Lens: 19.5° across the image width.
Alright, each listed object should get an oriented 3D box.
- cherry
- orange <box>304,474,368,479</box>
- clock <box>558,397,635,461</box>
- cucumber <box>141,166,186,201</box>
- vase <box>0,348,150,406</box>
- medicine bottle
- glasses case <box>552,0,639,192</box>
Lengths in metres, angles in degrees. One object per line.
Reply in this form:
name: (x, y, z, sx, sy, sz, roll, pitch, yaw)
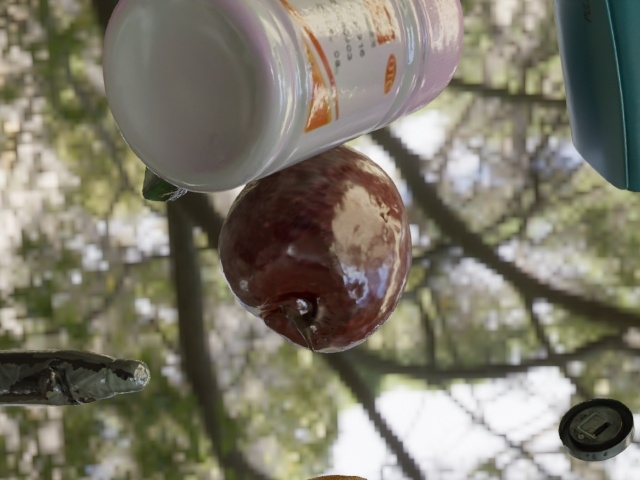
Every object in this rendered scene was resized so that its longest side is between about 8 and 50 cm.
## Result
cherry: (0.000, 0.000, 2.184, 0.230, 0.203, 0.300, 31, -134, -15)
orange: (0.019, 0.274, 1.604, 0.154, 0.155, 0.134, 8, -152, 35)
clock: (0.301, 0.206, 2.024, 0.085, 0.017, 0.085, -13, -144, 10)
cucumber: (-0.135, -0.100, 1.885, 0.062, 0.116, 0.115, 14, 152, -18)
vase: (-0.260, 0.138, 1.880, 0.211, 0.060, 0.060, -4, -170, 34)
medicine bottle: (-0.028, -0.176, 1.707, 0.202, 0.202, 0.316, 7, -160, 33)
glasses case: (0.261, -0.169, 1.696, 0.070, 0.301, 0.117, -26, -128, -8)
